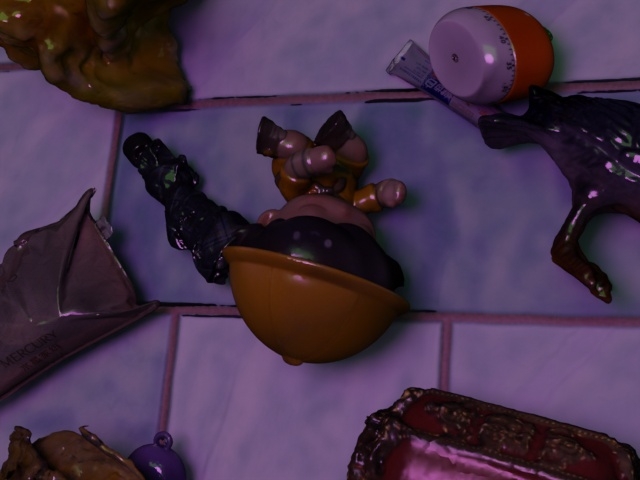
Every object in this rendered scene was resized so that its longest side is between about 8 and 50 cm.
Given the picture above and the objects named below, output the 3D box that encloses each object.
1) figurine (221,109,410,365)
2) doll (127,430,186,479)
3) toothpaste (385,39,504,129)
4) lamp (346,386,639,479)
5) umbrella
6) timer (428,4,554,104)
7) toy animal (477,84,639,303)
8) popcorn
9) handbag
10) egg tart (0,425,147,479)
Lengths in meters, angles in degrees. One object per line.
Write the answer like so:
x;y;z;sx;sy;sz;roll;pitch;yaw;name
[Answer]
-0.001;0.003;1.062;0.192;0.167;0.256;12;51;-9;figurine
-0.188;0.297;1.103;0.110;0.067;0.206;18;95;17;doll
0.142;-0.155;1.122;0.170;0.028;0.045;40;97;26;toothpaste
0.162;0.234;0.941;0.274;0.177;0.177;13;80;20;lamp
-0.154;-0.040;1.178;0.080;0.071;0.224;-40;59;-6;umbrella
0.186;-0.194;1.073;0.136;0.099;0.136;1;40;-1;timer
0.286;-0.045;0.992;0.298;0.122;0.185;44;98;17;toy animal
-0.268;-0.286;1.184;0.290;0.325;0.321;-15;28;19;popcorn
-0.328;0.069;1.184;0.270;0.117;0.182;-31;81;9;handbag
-0.258;0.323;1.046;0.297;0.132;0.297;7;102;39;egg tart
